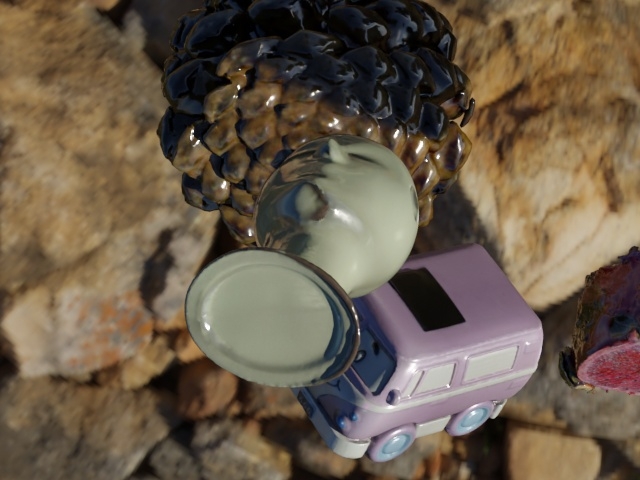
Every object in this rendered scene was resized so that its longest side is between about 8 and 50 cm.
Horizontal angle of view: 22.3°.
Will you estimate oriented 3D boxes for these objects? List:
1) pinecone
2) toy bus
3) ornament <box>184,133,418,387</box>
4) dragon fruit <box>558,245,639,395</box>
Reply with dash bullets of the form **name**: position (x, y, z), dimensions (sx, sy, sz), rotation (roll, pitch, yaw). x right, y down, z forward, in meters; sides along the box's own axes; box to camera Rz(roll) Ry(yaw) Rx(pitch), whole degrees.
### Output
- **pinecone**: position (0.005, -0.112, 1.247), dimensions (0.243, 0.257, 0.243), rotation (16, 132, 18)
- **toy bus**: position (0.079, 0.095, 1.446), dimensions (0.142, 0.202, 0.142), rotation (56, 140, 30)
- **ornament**: position (0.000, 0.000, 0.696), dimensions (0.075, 0.156, 0.081), rotation (5, 114, 15)
- **dragon fruit**: position (0.393, 0.078, 1.789), dimensions (0.282, 0.147, 0.211), rotation (-16, 150, 29)
